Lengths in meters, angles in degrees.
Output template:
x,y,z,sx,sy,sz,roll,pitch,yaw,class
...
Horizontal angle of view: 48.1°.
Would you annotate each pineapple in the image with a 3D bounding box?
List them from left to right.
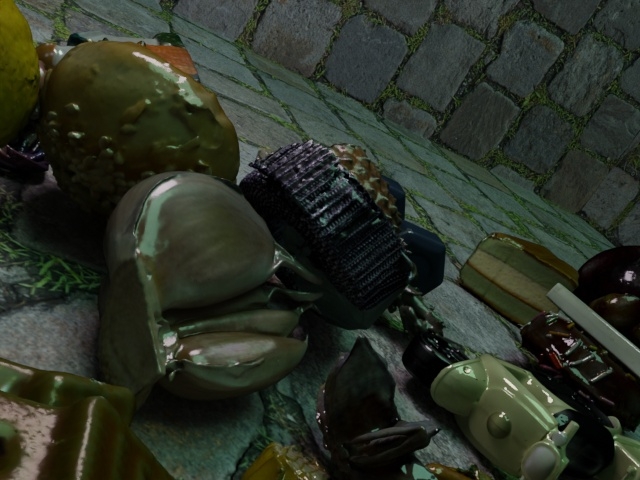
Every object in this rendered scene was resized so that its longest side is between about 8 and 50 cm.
x,y,z,sx,sy,sz,roll,pitch,yaw,class
0.083,0.015,1.178,0.361,0.175,0.175,60,25,8,pineapple

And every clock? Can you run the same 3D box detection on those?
x,y,z,sx,sy,sz,roll,pitch,yaw,class
0.314,0.262,1.050,0.379,0.120,0.276,20,16,-31,clock

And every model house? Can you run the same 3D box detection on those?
x,y,z,sx,sy,sz,roll,pitch,yaw,class
-0.190,0.149,0.482,0.239,0.173,0.268,23,23,-19,model house
-0.384,-0.274,1.310,0.301,0.190,0.271,3,34,-24,model house

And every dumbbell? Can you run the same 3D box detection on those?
x,y,z,sx,sy,sz,roll,pitch,yaw,class
0.130,-0.015,1.414,0.143,0.157,0.316,55,6,-30,dumbbell

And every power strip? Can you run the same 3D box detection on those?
x,y,z,sx,sy,sz,roll,pitch,yaw,class
0.567,0.207,1.345,0.106,0.043,0.367,35,11,-41,power strip

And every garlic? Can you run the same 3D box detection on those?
x,y,z,sx,sy,sz,roll,pitch,yaw,class
-0.125,0.053,0.781,0.238,0.210,0.292,32,27,22,garlic

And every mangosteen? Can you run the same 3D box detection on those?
x,y,z,sx,sy,sz,roll,pitch,yaw,class
0.718,0.176,1.644,0.307,0.306,0.347,33,48,5,mangosteen

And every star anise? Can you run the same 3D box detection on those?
x,y,z,sx,sy,sz,roll,pitch,yaw,class
0.054,0.200,0.728,0.093,0.229,0.236,-12,22,-14,star anise

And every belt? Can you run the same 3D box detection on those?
x,y,z,sx,sy,sz,roll,pitch,yaw,class
-0.003,0.005,0.984,0.260,0.122,0.325,47,-19,10,belt

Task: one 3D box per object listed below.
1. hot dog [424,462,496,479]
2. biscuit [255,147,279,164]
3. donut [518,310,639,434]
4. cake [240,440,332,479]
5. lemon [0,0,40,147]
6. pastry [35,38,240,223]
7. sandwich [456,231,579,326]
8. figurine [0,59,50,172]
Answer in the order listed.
x,y,z,sx,sy,sz,roll,pitch,yaw,class
0.215,0.319,0.823,0.270,0.072,0.109,27,17,-15,hot dog
-0.057,-0.117,1.515,0.108,0.061,0.239,15,24,-34,biscuit
0.483,0.234,1.316,0.270,0.103,0.269,39,7,-6,donut
-0.031,0.213,0.663,0.080,0.116,0.185,41,25,18,cake
-0.474,-0.202,0.811,0.268,0.268,0.322,37,27,17,lemon
-0.248,-0.109,0.936,0.285,0.184,0.316,37,-22,-6,pastry
0.454,0.081,1.648,0.227,0.155,0.198,34,18,13,sandwich
-0.427,-0.179,1.008,0.114,0.156,0.126,19,13,38,figurine
